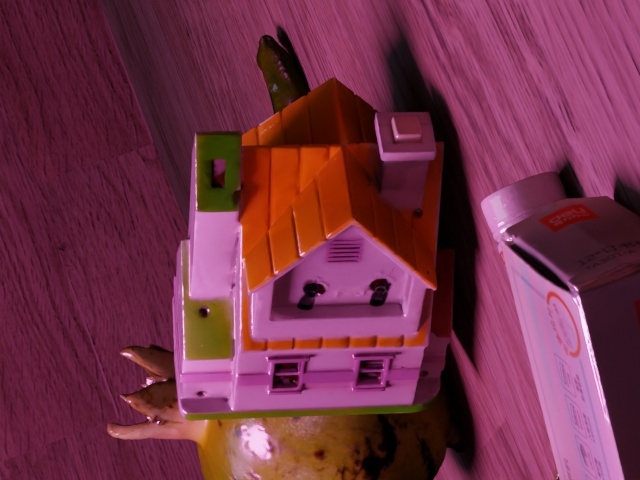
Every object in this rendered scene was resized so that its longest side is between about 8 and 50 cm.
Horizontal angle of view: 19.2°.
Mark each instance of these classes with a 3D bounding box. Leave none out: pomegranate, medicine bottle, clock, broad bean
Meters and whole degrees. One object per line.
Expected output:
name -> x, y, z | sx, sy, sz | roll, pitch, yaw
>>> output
pomegranate -> -0.031, 0.159, 1.797 | 0.260, 0.341, 0.260 | -175, 90, -70
medicine bottle -> 0.145, 0.006, 1.227 | 0.057, 0.057, 0.089 | 113, 137, -77
clock -> 0.000, 0.000, 1.574 | 0.309, 0.235, 0.166 | 98, 168, -51
broad bean -> -0.031, -0.141, 1.985 | 0.061, 0.046, 0.195 | 62, -172, -66

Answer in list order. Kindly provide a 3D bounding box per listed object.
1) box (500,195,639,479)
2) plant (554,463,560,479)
box -> 0.190, 0.115, 1.123 | 0.135, 0.079, 0.269 | -135, 27, -69
plant -> 0.217, 0.287, 1.396 | 0.251, 0.180, 0.333 | 145, 138, -86
